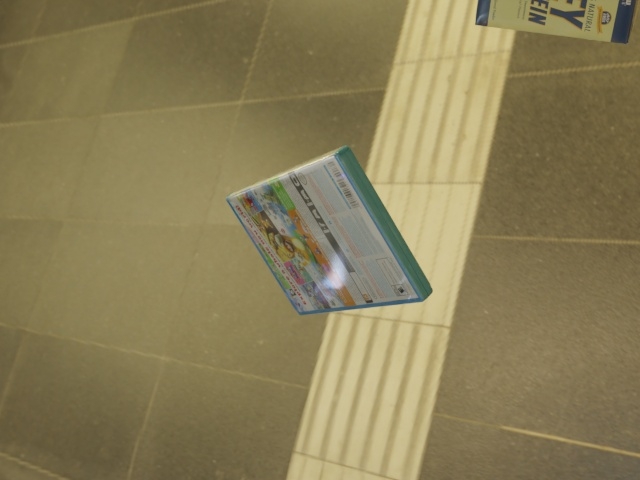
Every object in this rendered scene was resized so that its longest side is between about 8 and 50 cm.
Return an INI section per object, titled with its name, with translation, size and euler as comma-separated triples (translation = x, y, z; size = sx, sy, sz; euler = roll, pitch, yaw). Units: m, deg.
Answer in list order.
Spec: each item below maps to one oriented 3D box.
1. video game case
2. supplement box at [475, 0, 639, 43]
[video game case]
translation = 0.000, 0.000, 0.615
size = 0.015, 0.119, 0.166
euler = -39, 13, -31
[supplement box]
translation = 0.138, -0.149, 0.458
size = 0.083, 0.083, 0.056
euler = 12, 116, 18
